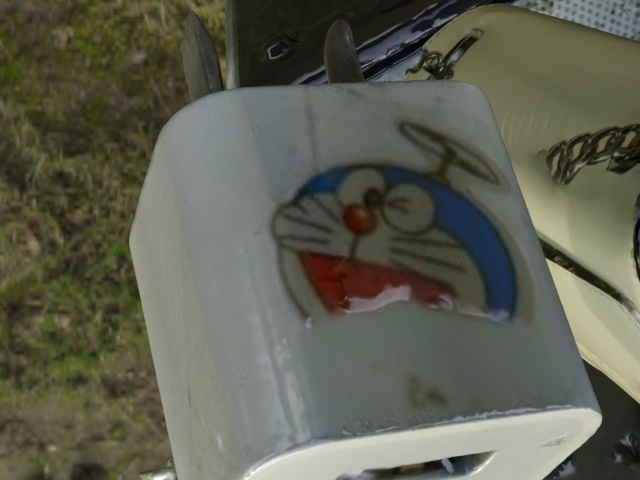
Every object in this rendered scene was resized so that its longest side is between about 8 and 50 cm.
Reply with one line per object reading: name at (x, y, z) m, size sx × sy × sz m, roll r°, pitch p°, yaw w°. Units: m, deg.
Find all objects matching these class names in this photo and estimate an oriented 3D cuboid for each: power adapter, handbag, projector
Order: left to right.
power adapter at (0.000, 0.000, 0.501) m, size 0.130 × 0.205 × 0.125 m, roll -6°, pitch 152°, yaw -21°
projector at (0.125, -0.225, 1.287) m, size 0.405 × 0.395 × 0.242 m, roll -28°, pitch 121°, yaw 14°
handbag at (0.190, -0.010, 0.752) m, size 0.160 × 0.358 × 0.236 m, roll -46°, pitch 111°, yaw 2°

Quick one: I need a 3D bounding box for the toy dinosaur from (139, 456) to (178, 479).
toy dinosaur at (-0.031, 0.188, 0.760) m, size 0.077 × 0.162 × 0.294 m, roll -22°, pitch 174°, yaw -31°

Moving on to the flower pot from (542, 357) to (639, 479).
flower pot at (0.250, 0.205, 1.233) m, size 0.299 × 0.299 × 0.283 m, roll 0°, pitch 146°, yaw -9°
